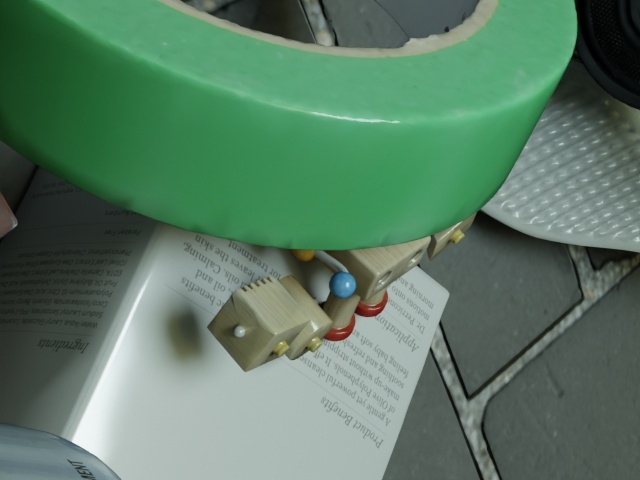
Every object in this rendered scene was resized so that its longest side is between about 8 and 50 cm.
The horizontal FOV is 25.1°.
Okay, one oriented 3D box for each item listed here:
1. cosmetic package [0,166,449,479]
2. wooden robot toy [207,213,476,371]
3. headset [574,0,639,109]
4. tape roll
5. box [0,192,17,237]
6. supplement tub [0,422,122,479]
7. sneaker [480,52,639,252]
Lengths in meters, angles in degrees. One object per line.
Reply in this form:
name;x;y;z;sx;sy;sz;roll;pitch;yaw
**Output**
cosmetic package;-0.099;0.138;0.716;0.197;0.155;0.365;40;64;-35
wooden robot toy;0.000;0.000;0.684;0.079;0.076;0.173;47;49;14
headset;0.208;-0.150;0.932;0.394;0.185;0.243;45;22;-10
tape roll;-0.037;-0.131;0.694;0.321;0.321;0.077;-18;143;-41
box;-0.324;0.017;0.531;0.381;0.143;0.191;-42;116;-37
supplement tub;-0.219;0.136;0.396;0.338;0.207;0.207;17;77;-45
sneaker;0.197;-0.064;1.021;0.321;0.127;0.126;20;113;-20
